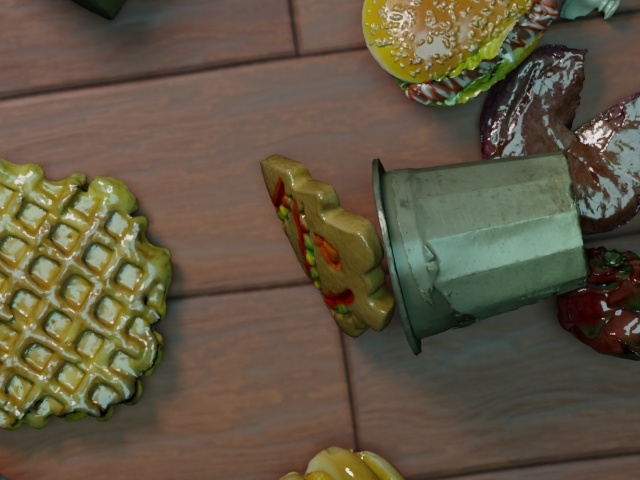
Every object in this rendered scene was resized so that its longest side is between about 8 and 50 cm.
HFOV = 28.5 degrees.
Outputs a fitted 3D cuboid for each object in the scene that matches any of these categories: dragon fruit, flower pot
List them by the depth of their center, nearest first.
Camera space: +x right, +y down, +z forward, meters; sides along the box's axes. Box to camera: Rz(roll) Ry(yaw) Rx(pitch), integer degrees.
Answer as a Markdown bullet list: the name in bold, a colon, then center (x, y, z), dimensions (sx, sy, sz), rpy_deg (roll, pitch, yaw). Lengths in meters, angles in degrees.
- **flower pot**: center (0.170, 0.004, 1.316), dimensions (0.202, 0.212, 0.212), rpy_deg (-9, 93, 8)
- **dragon fruit**: center (0.326, 0.067, 1.382), dimensions (0.130, 0.121, 0.142), rpy_deg (-37, 79, -18)

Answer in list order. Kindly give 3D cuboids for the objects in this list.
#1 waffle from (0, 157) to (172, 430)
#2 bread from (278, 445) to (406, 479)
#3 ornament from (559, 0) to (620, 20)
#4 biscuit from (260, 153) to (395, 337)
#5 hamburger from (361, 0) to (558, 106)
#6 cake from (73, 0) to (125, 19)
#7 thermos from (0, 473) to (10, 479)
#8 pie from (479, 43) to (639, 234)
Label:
- **waffle**: center (-0.308, 0.066, 1.398), dimensions (0.281, 0.058, 0.301), rpy_deg (7, 91, -2)
- **bread**: center (-0.032, 0.356, 1.386), dimensions (0.311, 0.121, 0.173), rpy_deg (-38, 92, -1)
- **ornament**: center (0.291, -0.280, 1.405), dimensions (0.068, 0.041, 0.092), rpy_deg (-26, 105, 22)
- **biscuit**: center (0.000, 0.000, 1.350), dimensions (0.041, 0.212, 0.239), rpy_deg (-31, 66, -17)
- **hamburger**: center (0.150, -0.246, 1.366), dimensions (0.210, 0.116, 0.173), rpy_deg (-35, 90, 0)
- **cake**: center (-0.312, -0.378, 1.324), dimensions (0.283, 0.172, 0.158), rpy_deg (31, 89, -1)
- **thermos**: center (-0.304, 0.367, 1.355), dimensions (0.286, 0.182, 0.145), rpy_deg (36, 71, -2)
- **pie**: center (0.284, -0.108, 1.406), dimensions (0.218, 0.054, 0.204), rpy_deg (17, 92, -2)
